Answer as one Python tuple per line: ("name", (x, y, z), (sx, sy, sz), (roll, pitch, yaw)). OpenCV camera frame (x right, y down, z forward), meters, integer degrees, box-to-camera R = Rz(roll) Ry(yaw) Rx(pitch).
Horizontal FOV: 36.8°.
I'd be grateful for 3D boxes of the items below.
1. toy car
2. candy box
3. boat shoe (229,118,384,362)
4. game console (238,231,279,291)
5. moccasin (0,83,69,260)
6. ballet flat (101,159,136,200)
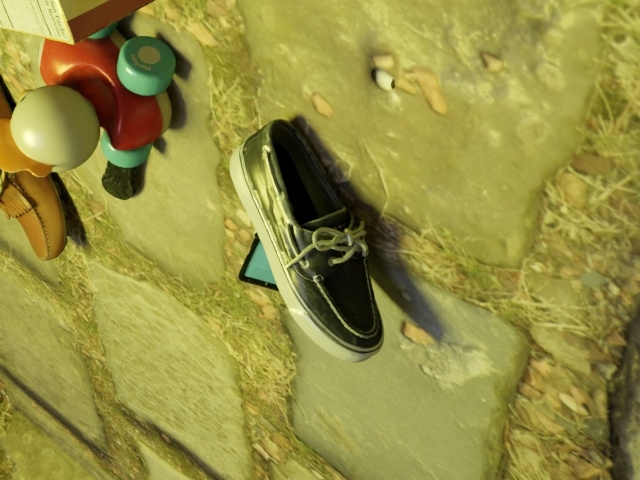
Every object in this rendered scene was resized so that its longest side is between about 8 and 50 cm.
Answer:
("toy car", (-0.342, -0.178, 1.273), (0.210, 0.238, 0.219), (46, 147, 7))
("candy box", (-0.327, -0.328, 1.160), (0.316, 0.183, 0.088), (18, 136, 40))
("boat shoe", (0.003, -0.002, 1.151), (0.105, 0.113, 0.306), (-31, 81, 51))
("game console", (-0.065, 0.001, 1.268), (0.122, 0.071, 0.107), (12, 131, 44))
("moccasin", (-0.565, -0.126, 1.678), (0.139, 0.147, 0.380), (11, 130, 45))
("ballet flat", (-0.305, -0.111, 1.488), (0.057, 0.049, 0.173), (22, 151, -5))
